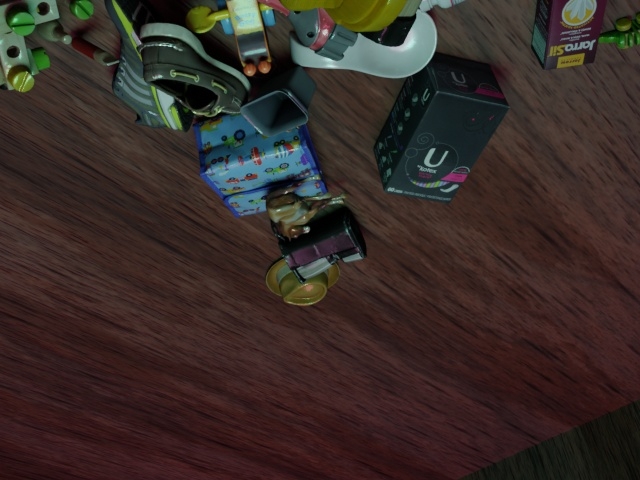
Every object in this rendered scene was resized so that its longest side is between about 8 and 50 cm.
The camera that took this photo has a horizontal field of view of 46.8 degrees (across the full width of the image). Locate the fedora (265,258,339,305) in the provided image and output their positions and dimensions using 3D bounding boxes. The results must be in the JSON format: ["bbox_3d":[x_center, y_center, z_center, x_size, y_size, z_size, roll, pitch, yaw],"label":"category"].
[{"bbox_3d":[-0.043,0.113,1.900,0.194,0.079,0.194,-4,139,-4],"label":"fedora"}]

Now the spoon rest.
[{"bbox_3d":[0.082,-0.360,1.377,0.276,0.084,0.137,-6,127,-1],"label":"spoon rest"}]

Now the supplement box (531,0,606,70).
[{"bbox_3d":[0.464,-0.422,1.380,0.104,0.081,0.188,-9,139,0],"label":"supplement box"}]

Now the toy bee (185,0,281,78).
[{"bbox_3d":[-0.112,-0.372,1.281,0.195,0.162,0.298,-27,136,17],"label":"toy bee"}]

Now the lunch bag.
[{"bbox_3d":[-0.114,-0.148,1.582,0.220,0.138,0.293,-15,152,5],"label":"lunch bag"}]

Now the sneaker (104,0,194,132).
[{"bbox_3d":[-0.335,-0.315,1.351,0.121,0.111,0.300,-6,134,10],"label":"sneaker"}]

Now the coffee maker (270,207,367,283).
[{"bbox_3d":[0.000,0.000,1.750,0.178,0.120,0.171,-24,135,16],"label":"coffee maker"}]

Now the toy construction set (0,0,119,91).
[{"bbox_3d":[-0.454,-0.318,1.149,0.308,0.237,0.258,-3,117,-47],"label":"toy construction set"}]

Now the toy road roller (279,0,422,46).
[{"bbox_3d":[0.021,-0.444,1.066,0.240,0.330,0.203,-13,147,-38],"label":"toy road roller"}]

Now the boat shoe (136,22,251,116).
[{"bbox_3d":[-0.218,-0.278,1.324,0.116,0.097,0.324,0,171,18],"label":"boat shoe"}]

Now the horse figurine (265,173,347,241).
[{"bbox_3d":[-0.047,-0.072,1.575,0.174,0.066,0.263,-21,166,16],"label":"horse figurine"}]

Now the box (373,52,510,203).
[{"bbox_3d":[0.238,-0.226,1.517,0.165,0.143,0.270,7,136,-18],"label":"box"}]

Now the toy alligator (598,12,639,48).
[{"bbox_3d":[0.642,-0.412,1.444,0.189,0.051,0.056,-16,139,8],"label":"toy alligator"}]

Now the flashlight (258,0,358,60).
[{"bbox_3d":[-0.084,-0.385,1.173,0.303,0.103,0.103,15,146,-27],"label":"flashlight"}]

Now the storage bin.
[{"bbox_3d":[-0.067,-0.264,1.401,0.135,0.091,0.098,-12,133,47],"label":"storage bin"}]

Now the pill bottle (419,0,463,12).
[{"bbox_3d":[0.241,-0.462,1.293,0.160,0.087,0.087,-20,138,14],"label":"pill bottle"}]
